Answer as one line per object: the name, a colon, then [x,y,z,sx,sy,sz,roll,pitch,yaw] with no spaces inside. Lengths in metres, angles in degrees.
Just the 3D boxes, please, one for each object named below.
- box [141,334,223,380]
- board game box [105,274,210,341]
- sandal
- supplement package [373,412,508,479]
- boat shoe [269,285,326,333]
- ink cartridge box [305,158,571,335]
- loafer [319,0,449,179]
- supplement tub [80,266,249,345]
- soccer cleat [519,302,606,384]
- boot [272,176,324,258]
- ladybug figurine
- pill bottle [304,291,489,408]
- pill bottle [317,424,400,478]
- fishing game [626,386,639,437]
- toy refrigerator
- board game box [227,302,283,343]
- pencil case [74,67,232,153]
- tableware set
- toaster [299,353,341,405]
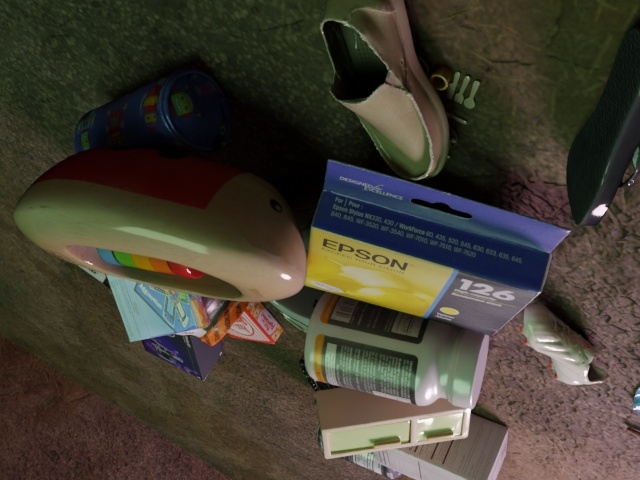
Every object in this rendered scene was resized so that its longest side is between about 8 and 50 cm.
box: [-0.348,0.215,1.855,0.184,0.103,0.261,22,149,13]
board game box: [-0.294,0.030,1.279,0.145,0.027,0.281,-11,109,9]
sandal: [0.302,-0.096,0.762,0.054,0.097,0.254,2,148,0]
supplement package: [0.240,0.415,1.549,0.244,0.134,0.139,19,148,23]
boat shoe: [-0.035,0.115,1.411,0.267,0.096,0.088,33,148,-19]
ink cartridge box: [0.134,0.027,1.028,0.303,0.072,0.307,16,160,4]
loafer: [0.063,-0.167,0.846,0.102,0.092,0.268,11,139,44]
supplement tub: [-0.288,0.032,1.404,0.338,0.207,0.207,38,151,-9]
soccer cleat: [0.354,0.150,1.112,0.076,0.068,0.196,-4,142,40]
boot: [0.002,-0.001,1.208,0.208,0.076,0.189,55,158,-24]
ladybug figurine: [-0.225,-0.029,1.088,0.449,0.162,0.305,10,164,15]
pill bottle: [0.126,0.181,1.259,0.278,0.162,0.162,11,145,19]
pill bottle: [0.126,0.453,1.724,0.245,0.130,0.130,17,148,25]
fishing game: [0.556,0.277,1.131,0.189,0.041,0.264,26,151,18]
toy refrigerator: [0.132,0.322,1.399,0.269,0.094,0.102,-8,134,-3]
board game box: [-0.189,0.140,1.639,0.146,0.045,0.193,1,138,44]
pencil case: [-0.253,-0.172,1.155,0.306,0.133,0.119,-6,91,47]
tableware set: [0.123,-0.154,0.908,0.104,0.024,0.154,28,151,9]
toaster: [0.057,0.267,1.526,0.185,0.110,0.168,10,144,34]
